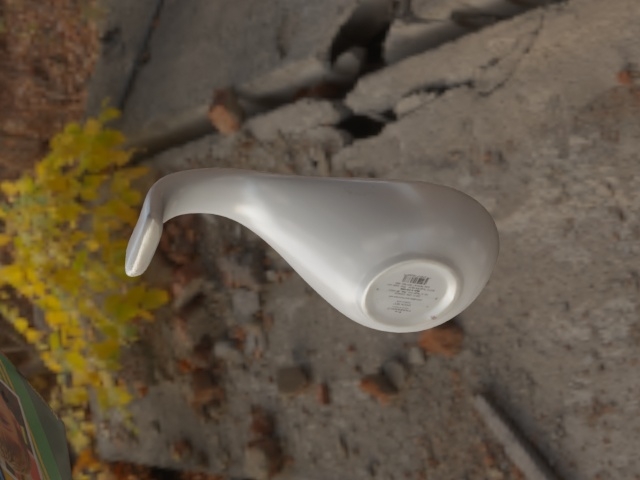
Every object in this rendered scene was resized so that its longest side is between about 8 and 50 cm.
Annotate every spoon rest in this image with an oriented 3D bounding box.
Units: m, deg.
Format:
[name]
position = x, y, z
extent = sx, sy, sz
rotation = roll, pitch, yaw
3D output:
[spoon rest]
position = 0.000, 0.000, 0.831
extent = 0.084, 0.276, 0.137
rotation = -105, 34, -45

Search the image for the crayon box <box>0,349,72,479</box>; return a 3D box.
[crayon box]
position = -0.244, 0.080, 0.542
extent = 0.363, 0.106, 0.313
rotation = 57, 178, -31
